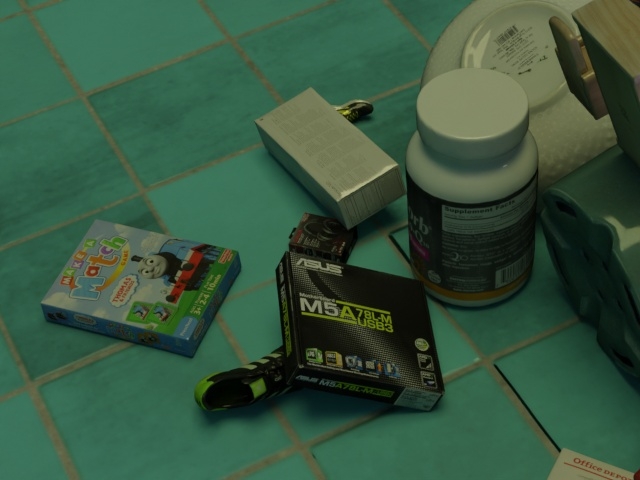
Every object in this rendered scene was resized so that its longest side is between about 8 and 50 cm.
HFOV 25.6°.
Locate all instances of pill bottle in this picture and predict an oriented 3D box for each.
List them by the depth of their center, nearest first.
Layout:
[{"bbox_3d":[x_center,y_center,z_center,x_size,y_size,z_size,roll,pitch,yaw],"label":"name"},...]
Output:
[{"bbox_3d":[0.185,-0.063,1.728,0.162,0.278,0.162,-3,45,3],"label":"pill bottle"}]

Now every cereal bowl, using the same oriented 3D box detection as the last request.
[{"bbox_3d":[0.282,-0.212,1.866,0.338,0.141,0.339,-9,66,21],"label":"cereal bowl"}]

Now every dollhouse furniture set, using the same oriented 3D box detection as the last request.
[{"bbox_3d":[0.432,-0.232,1.497,0.303,0.198,0.286,-29,41,1],"label":"dollhouse furniture set"}]

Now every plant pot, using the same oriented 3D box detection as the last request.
[{"bbox_3d":[0.461,-0.019,1.644,0.334,0.341,0.341,-27,49,-8],"label":"plant pot"}]

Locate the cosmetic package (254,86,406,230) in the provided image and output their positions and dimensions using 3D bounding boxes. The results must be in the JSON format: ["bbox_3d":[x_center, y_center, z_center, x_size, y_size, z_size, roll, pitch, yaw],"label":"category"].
[{"bbox_3d":[0.011,-0.114,1.915,0.098,0.060,0.239,-30,43,-13],"label":"cosmetic package"}]

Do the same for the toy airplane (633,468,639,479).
[{"bbox_3d":[0.549,0.155,1.423,0.386,0.272,0.385,18,88,-1],"label":"toy airplane"}]

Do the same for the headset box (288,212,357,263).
[{"bbox_3d":[0.000,0.000,1.859,0.083,0.032,0.062,14,49,17],"label":"headset box"}]

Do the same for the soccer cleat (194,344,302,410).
[{"bbox_3d":[-0.063,0.165,1.677,0.178,0.060,0.072,-19,10,-6],"label":"soccer cleat"}]

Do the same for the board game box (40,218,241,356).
[{"bbox_3d":[-0.231,0.058,1.825,0.211,0.039,0.160,12,49,18],"label":"board game box"}]

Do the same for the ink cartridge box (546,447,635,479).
[{"bbox_3d":[0.287,0.295,1.521,0.104,0.060,0.180,18,51,22],"label":"ink cartridge box"}]

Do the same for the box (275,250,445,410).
[{"bbox_3d":[0.045,0.107,1.690,0.190,0.045,0.184,13,45,-19],"label":"box"}]

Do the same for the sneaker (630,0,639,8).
[{"bbox_3d":[0.514,-0.390,2.139,0.221,0.087,0.083,-23,49,-15],"label":"sneaker"}]

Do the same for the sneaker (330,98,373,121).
[{"bbox_3d":[0.036,-0.178,2.032,0.083,0.031,0.035,-11,51,9],"label":"sneaker"}]
